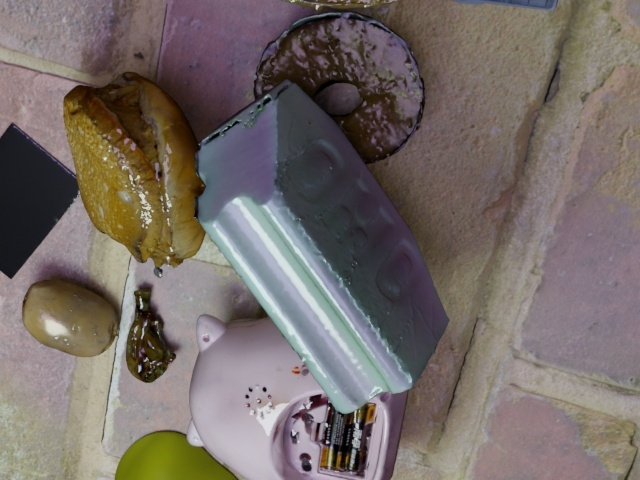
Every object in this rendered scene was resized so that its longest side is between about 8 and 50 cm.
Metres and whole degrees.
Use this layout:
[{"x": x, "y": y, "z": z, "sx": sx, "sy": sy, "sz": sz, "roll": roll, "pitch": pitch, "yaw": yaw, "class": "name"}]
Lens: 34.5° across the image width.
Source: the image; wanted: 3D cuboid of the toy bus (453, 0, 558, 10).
[{"x": 0.265, "y": -0.392, "z": 1.545, "sx": 0.191, "sy": 0.064, "sz": 0.075, "roll": 7, "pitch": 124, "yaw": 6, "class": "toy bus"}]

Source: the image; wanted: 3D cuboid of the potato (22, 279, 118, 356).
[{"x": -0.443, "y": 0.140, "z": 1.825, "sx": 0.178, "sy": 0.118, "sz": 0.109, "roll": 28, "pitch": 148, "yaw": -17, "class": "potato"}]

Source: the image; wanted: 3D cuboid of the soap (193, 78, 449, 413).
[{"x": 0.000, "y": 0.000, "z": 1.527, "sx": 0.156, "sy": 0.261, "sz": 0.446, "roll": -29, "pitch": 102, "yaw": 35, "class": "soap"}]

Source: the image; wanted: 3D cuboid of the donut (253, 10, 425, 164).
[{"x": 0.033, "y": -0.235, "z": 1.619, "sx": 0.272, "sy": 0.107, "sz": 0.272, "roll": 4, "pitch": 109, "yaw": 12, "class": "donut"}]

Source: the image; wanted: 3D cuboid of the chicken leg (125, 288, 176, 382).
[{"x": -0.306, "y": 0.171, "z": 1.844, "sx": 0.093, "sy": 0.070, "sz": 0.178, "roll": -1, "pitch": 101, "yaw": 9, "class": "chicken leg"}]

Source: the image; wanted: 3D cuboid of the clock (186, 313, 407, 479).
[{"x": -0.040, "y": 0.279, "z": 1.742, "sx": 0.377, "sy": 0.250, "sz": 0.368, "roll": 9, "pitch": 112, "yaw": 4, "class": "clock"}]

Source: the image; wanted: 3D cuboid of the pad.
[{"x": -0.542, "y": -0.064, "z": 1.814, "sx": 0.170, "sy": 0.006, "sz": 0.245, "roll": 41, "pitch": 110, "yaw": -7, "class": "pad"}]

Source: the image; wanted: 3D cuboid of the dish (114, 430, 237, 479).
[{"x": -0.275, "y": 0.499, "z": 1.938, "sx": 0.262, "sy": 0.108, "sz": 0.221, "roll": 36, "pitch": 113, "yaw": -6, "class": "dish"}]

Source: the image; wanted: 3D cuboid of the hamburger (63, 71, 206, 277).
[{"x": -0.284, "y": -0.106, "z": 1.615, "sx": 0.170, "sy": 0.290, "sz": 0.314, "roll": -20, "pitch": 125, "yaw": -22, "class": "hamburger"}]

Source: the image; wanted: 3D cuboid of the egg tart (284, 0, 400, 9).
[{"x": 0.028, "y": -0.541, "z": 1.445, "sx": 0.443, "sy": 0.178, "sz": 0.443, "roll": 2, "pitch": 103, "yaw": 7, "class": "egg tart"}]
